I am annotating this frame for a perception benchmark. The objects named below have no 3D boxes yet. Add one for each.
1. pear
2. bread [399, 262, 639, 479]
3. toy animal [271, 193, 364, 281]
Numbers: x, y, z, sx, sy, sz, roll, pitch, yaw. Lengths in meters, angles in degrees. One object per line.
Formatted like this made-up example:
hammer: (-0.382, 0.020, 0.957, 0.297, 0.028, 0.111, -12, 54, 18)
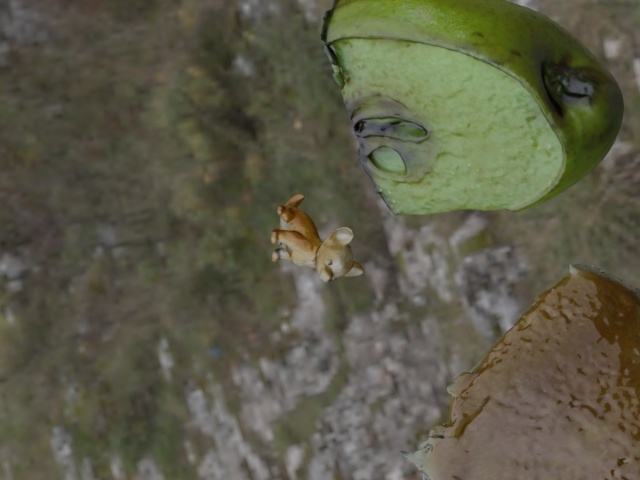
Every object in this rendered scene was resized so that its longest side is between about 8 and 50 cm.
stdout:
pear: (0.156, -0.156, 1.561, 0.255, 0.164, 0.238, 0, 131, 29)
bread: (0.246, 0.171, 1.392, 0.250, 0.279, 0.225, 38, 171, 17)
toy animal: (0.000, 0.000, 1.435, 0.083, 0.081, 0.060, 12, 139, 10)
